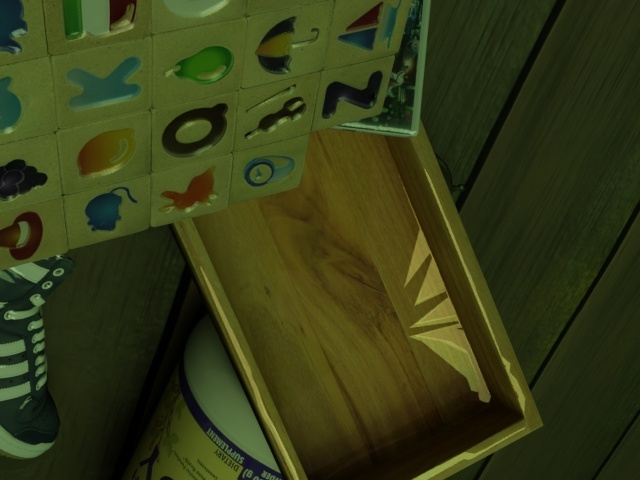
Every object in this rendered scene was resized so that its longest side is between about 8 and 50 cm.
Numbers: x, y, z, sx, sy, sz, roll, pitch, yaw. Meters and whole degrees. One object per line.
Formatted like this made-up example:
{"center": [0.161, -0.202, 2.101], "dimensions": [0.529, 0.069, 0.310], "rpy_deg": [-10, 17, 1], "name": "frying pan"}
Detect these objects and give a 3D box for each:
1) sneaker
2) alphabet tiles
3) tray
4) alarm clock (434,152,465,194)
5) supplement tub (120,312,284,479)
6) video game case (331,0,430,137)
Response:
{"center": [-0.249, 0.066, 0.801], "dimensions": [0.153, 0.099, 0.282], "rpy_deg": [-29, 134, -5], "name": "sneaker"}
{"center": [-0.099, -0.098, 0.558], "dimensions": [0.342, 0.011, 0.285], "rpy_deg": [-17, 147, -21], "name": "alphabet tiles"}
{"center": [0.000, 0.000, 0.754], "dimensions": [0.203, 0.076, 0.411], "rpy_deg": [-25, 99, -12], "name": "tray"}
{"center": [0.044, -0.051, 0.910], "dimensions": [0.129, 0.064, 0.192], "rpy_deg": [-49, 138, 13], "name": "alarm clock"}
{"center": [-0.073, 0.248, 0.965], "dimensions": [0.241, 0.241, 0.331], "rpy_deg": [8, 121, -37], "name": "supplement tub"}
{"center": [-0.004, -0.177, 0.697], "dimensions": [0.173, 0.022, 0.190], "rpy_deg": [5, 90, -14], "name": "video game case"}
